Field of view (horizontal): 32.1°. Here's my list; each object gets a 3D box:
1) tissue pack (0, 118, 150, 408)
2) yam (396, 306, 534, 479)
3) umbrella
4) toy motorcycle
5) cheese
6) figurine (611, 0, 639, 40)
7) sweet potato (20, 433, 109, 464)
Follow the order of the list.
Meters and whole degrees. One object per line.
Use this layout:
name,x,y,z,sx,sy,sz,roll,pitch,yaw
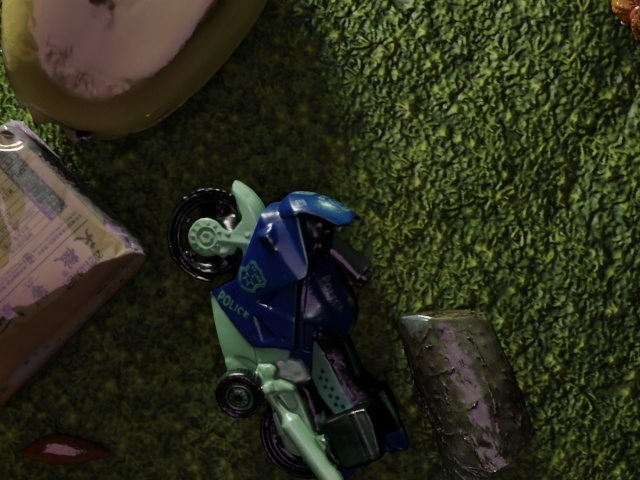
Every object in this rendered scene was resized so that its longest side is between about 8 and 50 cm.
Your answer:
tissue pack,-0.338,0.030,1.151,0.257,0.123,0.215,-45,89,4
yam,0.148,0.149,1.129,0.107,0.107,0.183,-21,88,4
umbrella,0.001,-0.001,1.171,0.133,0.031,0.036,43,95,2
toy motorcycle,-0.020,0.081,1.115,0.196,0.125,0.331,-25,90,16
cheese,-0.202,-0.251,1.137,0.260,0.128,0.315,30,94,1
figurine,0.345,-0.218,1.140,0.109,0.047,0.064,44,116,-3
sweet potato,-0.273,0.224,1.192,0.095,0.034,0.034,1,90,-6
